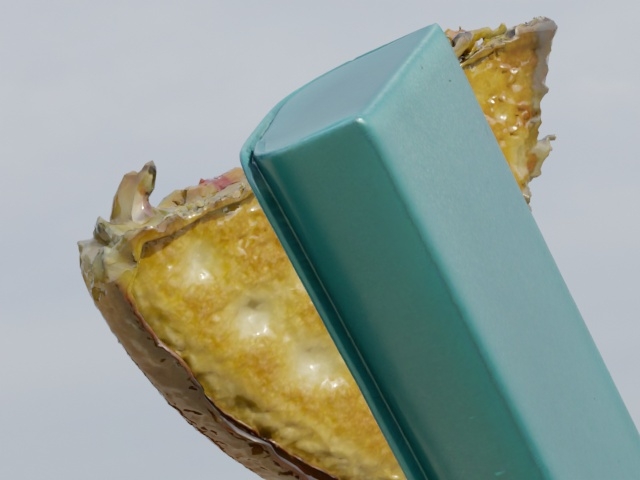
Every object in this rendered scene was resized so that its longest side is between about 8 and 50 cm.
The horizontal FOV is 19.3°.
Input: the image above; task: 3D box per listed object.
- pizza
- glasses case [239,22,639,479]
[{"bbox_3d":[0.000,0.000,0.976,0.251,0.288,0.074,13,-4,-30],"label":"pizza"},{"bbox_3d":[0.069,0.080,0.672,0.070,0.301,0.117,-21,14,22],"label":"glasses case"}]
